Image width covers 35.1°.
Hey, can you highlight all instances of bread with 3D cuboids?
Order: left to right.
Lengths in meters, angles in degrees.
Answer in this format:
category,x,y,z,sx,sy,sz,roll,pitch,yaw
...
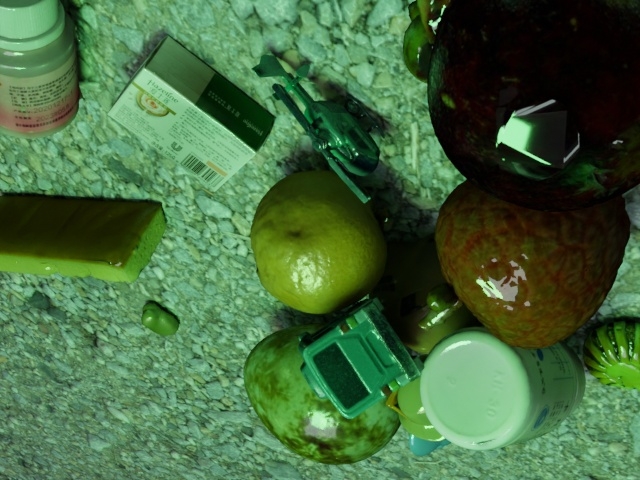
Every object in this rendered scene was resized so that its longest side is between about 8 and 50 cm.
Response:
category,x,y,z,sx,sy,sz,roll,pitch,yaw
bread,-0.440,-0.005,1.747,0.361,0.138,0.077,4,141,27
bread,0.461,0.177,1.505,0.139,0.071,0.130,24,140,1

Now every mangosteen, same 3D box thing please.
category,x,y,z,sx,sy,sz,roll,pitch,yaw
mangosteen,0.235,-0.176,1.032,0.311,0.311,0.311,16,143,12

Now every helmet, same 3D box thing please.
category,x,y,z,sx,sy,sz,roll,pitch,yaw
helmet,0.159,0.098,1.533,0.198,0.130,0.224,41,142,-16

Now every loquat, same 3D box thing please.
category,x,y,z,sx,sy,sz,roll,pitch,yaw
loquat,0.000,0.000,1.440,0.208,0.208,0.208,16,143,12

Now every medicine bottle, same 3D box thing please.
category,x,y,z,sx,sy,sz,roll,pitch,yaw
medicine bottle,-0.410,-0.264,1.403,0.147,0.147,0.247,21,144,6
medicine bottle,0.276,0.208,1.468,0.170,0.170,0.293,0,176,31

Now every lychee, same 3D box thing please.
category,x,y,z,sx,sy,sz,roll,pitch,yaw
lychee,0.247,0.019,1.284,0.300,0.255,0.255,-21,129,13

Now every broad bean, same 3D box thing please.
category,x,y,z,sx,sy,sz,roll,pitch,yaw
broad bean,-0.313,0.155,1.958,0.063,0.045,0.083,-26,129,34

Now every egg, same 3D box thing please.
category,x,y,z,sx,sy,sz,roll,pitch,yaw
egg,0.005,0.256,1.728,0.290,0.238,0.238,14,143,22

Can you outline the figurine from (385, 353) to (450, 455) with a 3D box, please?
category,x,y,z,sx,sy,sz,roll,pitch,yaw
figurine,0.222,0.269,1.649,0.180,0.153,0.262,-38,136,17

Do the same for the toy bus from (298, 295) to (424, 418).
category,x,y,z,sx,sy,sz,roll,pitch,yaw
toy bus,0.046,0.166,1.436,0.128,0.147,0.256,57,175,2

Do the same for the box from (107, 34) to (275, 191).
category,x,y,z,sx,sy,sz,roll,pitch,yaw
box,-0.183,-0.176,1.432,0.199,0.081,0.135,35,142,-17

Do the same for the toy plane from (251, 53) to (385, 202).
category,x,y,z,sx,sy,sz,roll,pitch,yaw
toy plane,0.004,-0.158,1.336,0.235,0.096,0.060,49,138,-3
